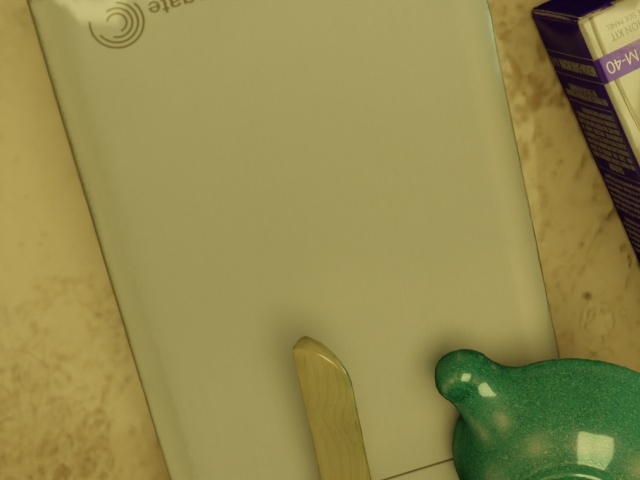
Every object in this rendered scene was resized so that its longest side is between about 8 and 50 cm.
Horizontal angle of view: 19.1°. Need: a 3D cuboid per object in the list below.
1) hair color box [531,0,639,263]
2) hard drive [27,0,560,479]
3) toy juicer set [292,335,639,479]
[{"bbox_3d":[0.279,-0.018,1.103,0.185,0.110,0.339,-27,104,-4],"label":"hair color box"},{"bbox_3d":[0.000,0.000,1.045,0.233,0.047,0.353,-16,112,-5],"label":"hard drive"},{"bbox_3d":[0.131,0.151,1.069,0.329,0.089,0.209,13,127,-1],"label":"toy juicer set"}]
